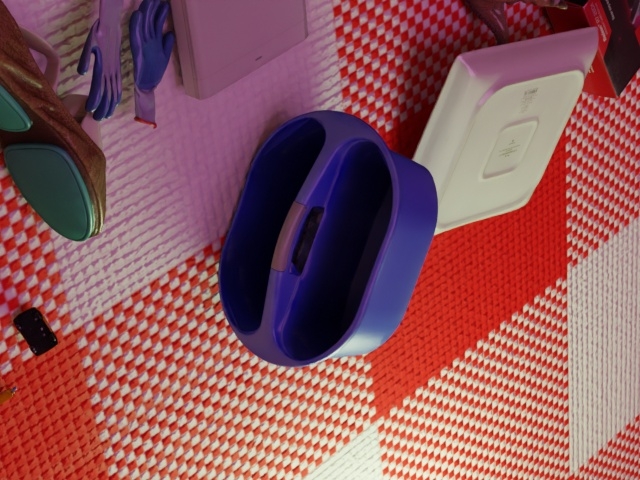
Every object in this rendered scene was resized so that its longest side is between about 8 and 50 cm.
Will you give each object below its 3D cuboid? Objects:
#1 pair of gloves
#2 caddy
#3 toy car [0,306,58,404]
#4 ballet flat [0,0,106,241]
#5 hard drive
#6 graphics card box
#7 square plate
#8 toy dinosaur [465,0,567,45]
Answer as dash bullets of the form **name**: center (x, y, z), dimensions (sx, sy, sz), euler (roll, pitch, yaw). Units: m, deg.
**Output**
- **pair of gloves**: center (-0.220, -0.211, 1.785), dimensions (0.198, 0.023, 0.159), euler (3, 91, -68)
- **caddy**: center (0.000, 0.000, 2.043), dimensions (0.179, 0.241, 0.341), euler (8, 104, -57)
- **toy car**: center (-0.365, 0.135, 1.873), dimensions (0.122, 0.060, 0.040), euler (-49, -173, 6)
- **ballet flat**: center (-0.313, -0.145, 1.724), dimensions (0.342, 0.116, 0.124), euler (58, 46, -43)
- **hard drive**: center (-0.105, -0.348, 1.879), dimensions (0.203, 0.040, 0.307), euler (-36, 135, -36)
- **graphics card box**: center (0.515, -0.439, 2.509), dimensions (0.371, 0.094, 0.233), euler (-52, 140, -16)
- **square plate**: center (0.267, -0.149, 2.346), dimensions (0.347, 0.049, 0.344), euler (-17, 139, -43)
- **toy dinosaur**: center (0.262, -0.404, 2.224), dimensions (0.200, 0.127, 0.295), euler (-5, 131, -37)
